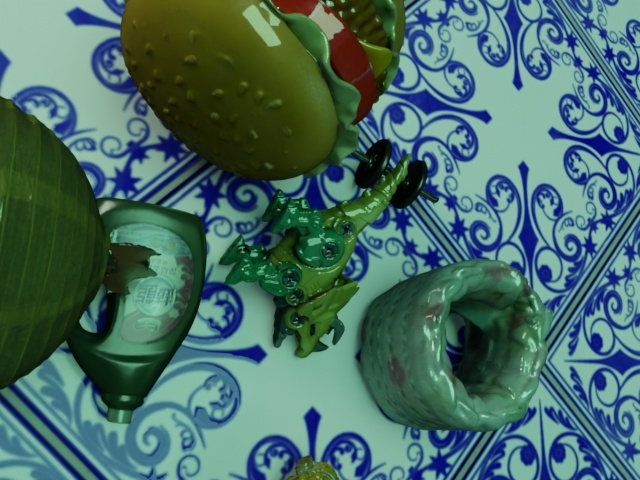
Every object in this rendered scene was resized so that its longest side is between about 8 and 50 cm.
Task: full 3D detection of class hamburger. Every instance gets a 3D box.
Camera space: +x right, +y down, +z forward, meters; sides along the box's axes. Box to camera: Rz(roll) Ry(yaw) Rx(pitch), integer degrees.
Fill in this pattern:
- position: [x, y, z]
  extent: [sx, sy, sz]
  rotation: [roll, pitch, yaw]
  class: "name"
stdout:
- position: [-0.064, -0.181, 0.614]
  extent: [0.274, 0.274, 0.212]
  rotation: [39, 64, -15]
  class: "hamburger"

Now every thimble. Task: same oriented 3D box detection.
- position: [0.162, 0.120, 0.739]
  extent: [0.211, 0.149, 0.185]
  rotation: [-24, 89, -30]
  class: "thimble"

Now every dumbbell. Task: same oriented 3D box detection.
- position: [0.088, -0.083, 0.786]
  extent: [0.147, 0.069, 0.069]
  rotation: [28, 68, -21]
  class: "dumbbell"

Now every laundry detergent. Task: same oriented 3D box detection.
- position: [-0.188, 0.069, 0.614]
  extent: [0.137, 0.063, 0.210]
  rotation: [14, 75, -23]
  class: "laundry detergent"

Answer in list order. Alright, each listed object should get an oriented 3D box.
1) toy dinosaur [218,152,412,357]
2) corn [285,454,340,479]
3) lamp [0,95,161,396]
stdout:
- position: [0.000, 0.000, 0.678]
  extent: [0.153, 0.094, 0.259]
  rotation: [28, 98, -23]
  class: "toy dinosaur"
- position: [0.008, 0.328, 0.657]
  extent: [0.068, 0.068, 0.207]
  rotation: [-13, 88, -30]
  class: "corn"
- position: [-0.266, 0.003, 0.481]
  extent: [0.284, 0.250, 0.250]
  rotation: [7, 76, -31]
  class: "lamp"
